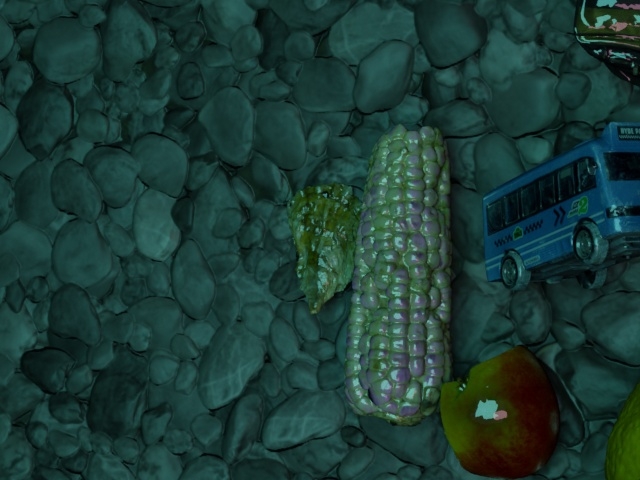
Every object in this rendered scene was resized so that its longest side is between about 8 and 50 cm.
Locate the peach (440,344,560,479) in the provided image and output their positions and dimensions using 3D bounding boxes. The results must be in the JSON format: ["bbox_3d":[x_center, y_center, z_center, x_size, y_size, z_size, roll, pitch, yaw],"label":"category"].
[{"bbox_3d":[0.198,0.194,1.519,0.118,0.151,0.151,43,101,30],"label":"peach"}]

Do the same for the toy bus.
[{"bbox_3d":[0.270,-0.025,1.447,0.113,0.246,0.134,0,77,-24],"label":"toy bus"}]

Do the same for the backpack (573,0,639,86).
[{"bbox_3d":[0.399,-0.251,1.463,0.258,0.133,0.206,13,106,6],"label":"backpack"}]

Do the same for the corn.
[{"bbox_3d":[0.089,0.039,1.569,0.126,0.126,0.335,-1,84,20],"label":"corn"}]

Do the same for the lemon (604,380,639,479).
[{"bbox_3d":[0.398,0.221,1.385,0.228,0.228,0.253,30,81,19],"label":"lemon"}]

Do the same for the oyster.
[{"bbox_3d":[0.000,0.000,1.653,0.121,0.045,0.146,38,99,32],"label":"oyster"}]
